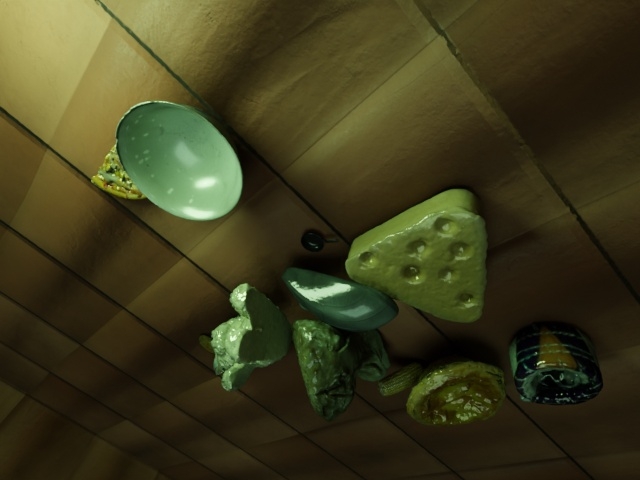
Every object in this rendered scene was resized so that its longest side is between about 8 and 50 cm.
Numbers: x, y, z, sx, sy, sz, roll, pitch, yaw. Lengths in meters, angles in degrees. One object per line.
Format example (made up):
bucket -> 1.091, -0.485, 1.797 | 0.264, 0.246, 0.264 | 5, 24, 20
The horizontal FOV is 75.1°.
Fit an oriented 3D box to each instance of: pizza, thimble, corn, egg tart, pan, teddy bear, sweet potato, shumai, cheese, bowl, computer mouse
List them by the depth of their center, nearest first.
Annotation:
bowl -> -0.309, -0.213, 1.010 | 0.312, 0.146, 0.314 | 10, 132, 11
cheese -> 0.283, 0.026, 1.045 | 0.382, 0.104, 0.384 | 10, 132, 11
pan -> 0.000, 0.000, 1.168 | 0.115, 0.024, 0.069 | -5, 126, 25
thimble -> 0.650, 0.357, 1.175 | 0.236, 0.150, 0.238 | 9, 132, 10
computer mouse -> 0.035, 0.176, 1.182 | 0.370, 0.122, 0.188 | 14, 156, 32
pizza -> -0.566, -0.187, 1.188 | 0.184, 0.036, 0.176 | 24, 132, -3
shumai -> 0.073, 0.351, 1.301 | 0.288, 0.292, 0.331 | -15, 118, -7
egg tart -> 0.422, 0.469, 1.326 | 0.340, 0.132, 0.342 | -2, 128, -3
teddy bear -> -0.292, 0.307, 1.328 | 0.361, 0.328, 0.375 | -8, 154, 24
corn -> 0.271, 0.465, 1.394 | 0.165, 0.063, 0.085 | -20, 154, -19
sweet potato -> -0.351, 0.424, 1.605 | 0.272, 0.075, 0.076 | 10, 131, 11
